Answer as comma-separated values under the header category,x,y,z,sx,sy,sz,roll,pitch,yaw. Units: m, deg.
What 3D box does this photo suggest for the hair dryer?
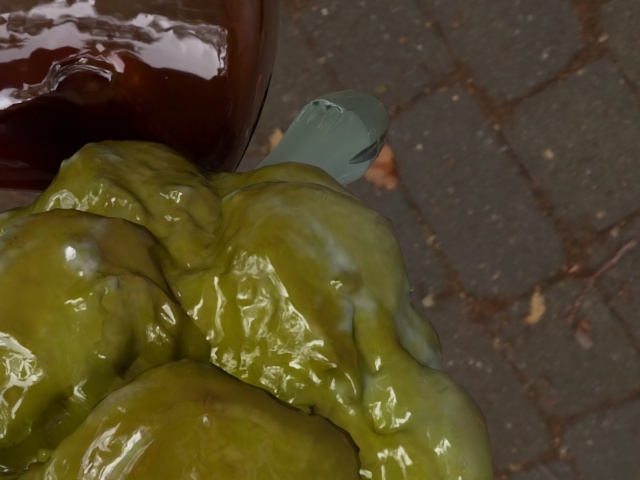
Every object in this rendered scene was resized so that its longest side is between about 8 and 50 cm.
category,x,y,z,sx,sy,sz,roll,pitch,yaw
hair dryer,-0.015,-0.008,1.291,0.092,0.229,0.267,13,103,25

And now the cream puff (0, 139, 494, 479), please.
category,x,y,z,sx,sy,sz,roll,pitch,yaw
cream puff,-0.099,0.105,0.612,0.291,0.257,0.324,-41,61,34

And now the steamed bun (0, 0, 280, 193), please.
category,x,y,z,sx,sy,sz,roll,pitch,yaw
steamed bun,-0.147,-0.162,0.870,0.379,0.235,0.248,-141,55,-80
